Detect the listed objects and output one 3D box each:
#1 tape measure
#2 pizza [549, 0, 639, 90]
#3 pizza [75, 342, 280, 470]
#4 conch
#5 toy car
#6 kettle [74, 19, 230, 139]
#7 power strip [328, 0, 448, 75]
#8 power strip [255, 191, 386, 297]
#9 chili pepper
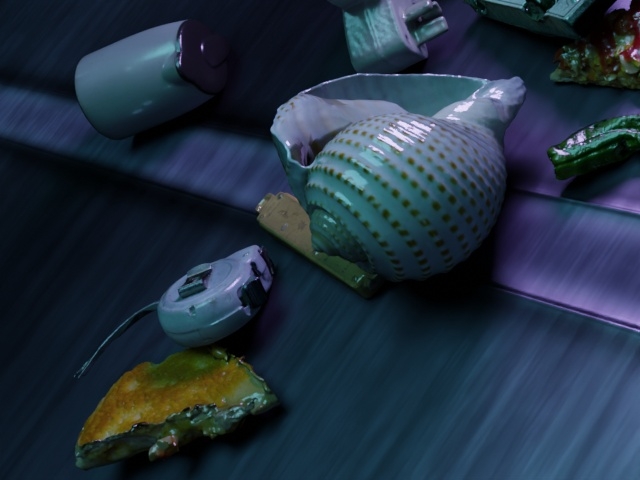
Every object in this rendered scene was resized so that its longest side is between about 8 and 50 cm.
[{"bbox_3d":[-0.222,0.110,1.554,0.330,0.084,0.164,-24,15,10],"label":"tape measure"},{"bbox_3d":[0.366,-0.244,1.407,0.199,0.062,0.188,-19,43,32],"label":"pizza"},{"bbox_3d":[-0.177,0.213,1.485,0.297,0.071,0.189,-20,27,24],"label":"pizza"},{"bbox_3d":[0.100,-0.081,1.385,0.319,0.215,0.303,-20,36,-34],"label":"conch"},{"bbox_3d":[0.302,-0.333,1.504,0.141,0.097,0.320,-46,24,0],"label":"toy car"},{"bbox_3d":[-0.273,-0.296,1.984,0.236,0.161,0.221,-18,15,30],"label":"kettle"},{"bbox_3d":[0.090,-0.382,1.666,0.141,0.229,0.261,-22,77,25],"label":"power strip"},{"bbox_3d":[0.000,0.000,1.539,0.064,0.044,0.305,-51,39,-6],"label":"power strip"},{"bbox_3d":[0.351,-0.107,1.305,0.182,0.050,0.073,-4,47,38],"label":"chili pepper"}]
